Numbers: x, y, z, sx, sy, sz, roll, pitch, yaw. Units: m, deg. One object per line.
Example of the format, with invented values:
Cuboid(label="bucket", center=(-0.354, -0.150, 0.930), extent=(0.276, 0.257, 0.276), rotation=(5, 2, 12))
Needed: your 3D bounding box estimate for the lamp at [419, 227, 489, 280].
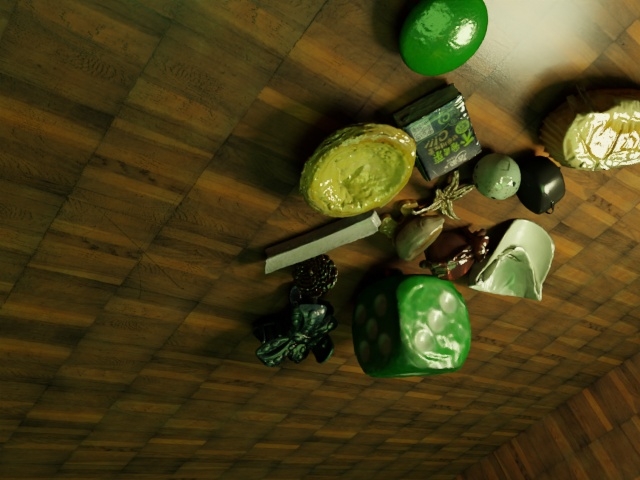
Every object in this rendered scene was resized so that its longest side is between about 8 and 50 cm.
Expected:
Cuboid(label="lamp", center=(0.413, 0.044, 1.913), extent=(0.223, 0.215, 0.151), rotation=(0, 104, 3))

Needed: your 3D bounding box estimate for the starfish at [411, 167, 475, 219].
Cuboid(label="starfish", center=(0.364, -0.118, 1.816), extent=(0.213, 0.057, 0.238), rotation=(-32, 147, 2))

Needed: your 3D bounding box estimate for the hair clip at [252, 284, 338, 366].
Cuboid(label="hair clip", center=(-0.065, 0.282, 1.971), extent=(0.206, 0.194, 0.310), rotation=(22, 125, -33))

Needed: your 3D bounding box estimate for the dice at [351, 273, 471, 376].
Cuboid(label="dice", center=(0.286, 0.283, 1.990), extent=(0.297, 0.300, 0.287), rotation=(6, 160, -29))

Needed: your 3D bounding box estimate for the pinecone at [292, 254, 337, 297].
Cuboid(label="pinecone", center=(-0.013, 0.102, 1.831), extent=(0.140, 0.140, 0.121), rotation=(-39, 166, 19))

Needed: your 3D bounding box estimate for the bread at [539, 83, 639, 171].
Cuboid(label="bread", center=(0.802, -0.307, 1.732), extent=(0.388, 0.183, 0.236), rotation=(1, 121, -17))

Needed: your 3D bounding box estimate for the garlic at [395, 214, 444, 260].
Cuboid(label="garlic", center=(0.277, -0.001, 1.831), extent=(0.101, 0.087, 0.195), rotation=(-3, 142, -33))

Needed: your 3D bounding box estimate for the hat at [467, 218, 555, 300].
Cuboid(label="hat", center=(0.637, 0.063, 2.104), extent=(0.258, 0.168, 0.301), rotation=(14, 106, -16))

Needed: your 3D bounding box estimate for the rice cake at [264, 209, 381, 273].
Cuboid(label="rice cake", center=(0.000, 0.000, 1.774), extent=(0.365, 0.056, 0.073), rotation=(-22, 136, 0))

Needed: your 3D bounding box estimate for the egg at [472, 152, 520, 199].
Cuboid(label="egg", center=(0.505, -0.175, 1.752), extent=(0.164, 0.131, 0.131), rotation=(27, 120, -39))

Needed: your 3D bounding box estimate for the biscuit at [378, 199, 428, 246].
Cuboid(label="biscuit", center=(0.271, -0.035, 1.885), extent=(0.144, 0.040, 0.236), rotation=(-31, 138, 18))

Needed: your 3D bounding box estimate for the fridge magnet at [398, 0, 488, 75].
Cuboid(label="fridge magnet", center=(0.267, -0.457, 1.357), extent=(0.208, 0.088, 0.208), rotation=(-12, 139, -11))

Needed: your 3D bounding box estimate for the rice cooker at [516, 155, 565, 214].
Cuboid(label="rice cooker", center=(0.648, -0.162, 1.831), extent=(0.118, 0.142, 0.203), rotation=(-36, 145, -1))

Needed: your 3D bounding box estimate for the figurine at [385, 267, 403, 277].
Cuboid(label="figurine", center=(0.251, 0.126, 2.048), extent=(0.060, 0.047, 0.106), rotation=(4, 155, 21))

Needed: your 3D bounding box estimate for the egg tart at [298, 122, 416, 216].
Cuboid(label="egg tart", center=(0.087, -0.191, 1.550), extent=(0.315, 0.120, 0.315), rotation=(-13, 142, -10))

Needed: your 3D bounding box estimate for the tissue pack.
Cuboid(label="tissue pack", center=(0.305, -0.273, 1.595), extent=(0.173, 0.073, 0.235), rotation=(-29, 141, 9))
